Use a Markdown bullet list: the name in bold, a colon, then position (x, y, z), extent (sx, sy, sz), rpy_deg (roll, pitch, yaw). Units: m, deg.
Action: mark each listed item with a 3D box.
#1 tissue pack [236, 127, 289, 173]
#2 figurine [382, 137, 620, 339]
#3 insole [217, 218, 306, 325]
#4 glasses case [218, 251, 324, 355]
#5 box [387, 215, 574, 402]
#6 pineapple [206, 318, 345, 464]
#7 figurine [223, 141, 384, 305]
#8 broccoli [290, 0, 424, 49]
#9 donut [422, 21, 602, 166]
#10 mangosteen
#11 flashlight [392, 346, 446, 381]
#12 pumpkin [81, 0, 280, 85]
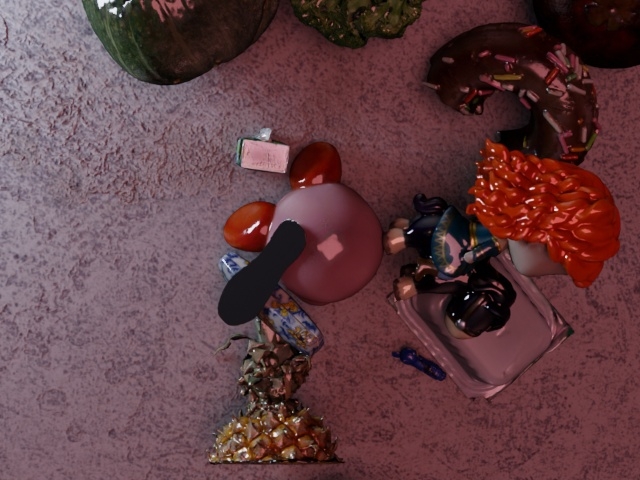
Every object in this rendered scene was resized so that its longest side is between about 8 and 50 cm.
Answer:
- **tissue pack**: position (-0.106, -0.167, 1.521), extent (0.085, 0.111, 0.079), rpy_deg (6, 97, -11)
- **figurine**: position (0.311, 0.006, 1.470), extent (0.411, 0.241, 0.306), rpy_deg (-39, 80, 20)
- **insole**: position (-0.104, 0.063, 1.466), extent (0.086, 0.005, 0.253), rpy_deg (50, 119, 17)
- **glasses case**: position (-0.092, 0.114, 1.521), extent (0.065, 0.087, 0.248), rpy_deg (-41, 72, -19)
- **box**: position (0.332, 0.153, 1.657), extent (0.264, 0.106, 0.337), rpy_deg (-41, 104, -2)
- **pineapple**: position (-0.083, 0.284, 1.572), extent (0.262, 0.262, 0.272), rpy_deg (2, 76, -11)
- **figurine**: position (-0.004, -0.005, 1.515), extent (0.269, 0.211, 0.261), rpy_deg (-41, 103, -1)
- **broccoli**: position (0.072, -0.488, 1.431), extent (0.307, 0.275, 0.308), rpy_deg (6, 77, -28)
- **donut**: position (0.373, -0.240, 1.532), extent (0.259, 0.136, 0.345), rpy_deg (-19, 113, 38)
- **mangosteen**: position (0.546, -0.481, 1.531), extent (0.306, 0.359, 0.306), rpy_deg (9, 121, 15)
- **flashlight**: position (0.205, 0.247, 1.685), extent (0.121, 0.057, 0.035), rpy_deg (31, 55, -19)
- **pumpkin**: position (-0.230, -0.425, 1.380), extent (0.327, 0.291, 0.257), rpy_deg (-40, 141, -10)
